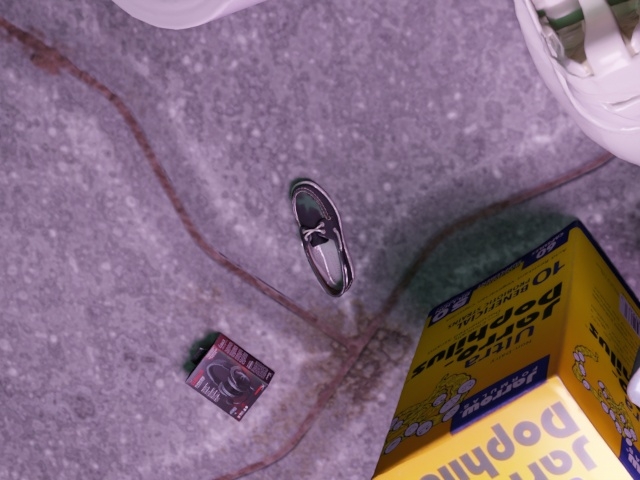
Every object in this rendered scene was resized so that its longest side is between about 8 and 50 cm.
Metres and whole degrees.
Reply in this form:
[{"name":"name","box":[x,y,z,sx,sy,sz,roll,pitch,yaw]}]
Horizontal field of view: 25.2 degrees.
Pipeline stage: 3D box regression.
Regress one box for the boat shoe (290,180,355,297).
[{"name":"boat shoe","box":[0.000,0.000,1.479,0.046,0.038,0.125,-13,108,18]}]

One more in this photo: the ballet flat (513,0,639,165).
[{"name":"ballet flat","box":[0.232,-0.216,1.276,0.139,0.139,0.400,-23,108,21]}]

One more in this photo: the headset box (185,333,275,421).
[{"name":"headset box","box":[-0.102,0.147,1.565,0.083,0.032,0.062,37,115,-4]}]

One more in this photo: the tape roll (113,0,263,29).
[{"name":"tape roll","box":[-0.126,-0.337,1.272,0.286,0.100,0.286,25,129,35]}]

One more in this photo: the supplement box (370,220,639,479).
[{"name":"supplement box","box":[0.204,0.162,1.321,0.194,0.356,0.195,-34,101,22]}]

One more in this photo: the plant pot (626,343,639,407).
[{"name":"plant pot","box":[0.440,0.051,1.278,0.247,0.252,0.248,29,115,0]}]
